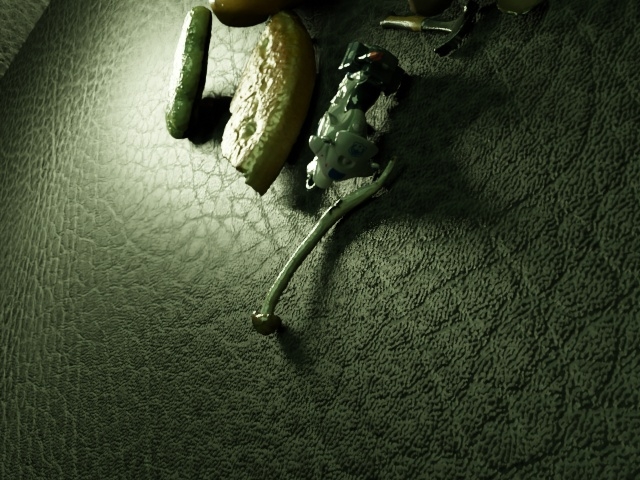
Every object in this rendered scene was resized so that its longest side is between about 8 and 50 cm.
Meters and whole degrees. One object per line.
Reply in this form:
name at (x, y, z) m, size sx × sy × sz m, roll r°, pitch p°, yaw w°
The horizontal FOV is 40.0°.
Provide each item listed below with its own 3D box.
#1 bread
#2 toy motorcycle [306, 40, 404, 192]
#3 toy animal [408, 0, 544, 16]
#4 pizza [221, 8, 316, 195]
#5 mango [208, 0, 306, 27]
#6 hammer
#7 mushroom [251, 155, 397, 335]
bread at (-0.260, -0.304, 1.693) m, size 0.286 × 0.056 × 0.207 m, roll 119°, pitch 155°, yaw -53°
toy motorcycle at (0.045, -0.167, 1.191) m, size 0.221 × 0.102 × 0.150 m, roll -67°, pitch 19°, yaw -8°
toy animal at (0.204, -0.338, 1.095) m, size 0.214 × 0.094 × 0.186 m, roll -27°, pitch 34°, yaw 26°
pizza at (-0.085, -0.228, 1.446) m, size 0.182 × 0.074 × 0.365 m, roll -27°, pitch 46°, yaw 40°
mango at (-0.086, -0.514, 1.534) m, size 0.378 × 0.221 × 0.264 m, roll -35°, pitch 39°, yaw 57°
hammer at (0.141, -0.297, 1.221) m, size 0.078 × 0.021 × 0.201 m, roll -62°, pitch 31°, yaw 0°
mushroom at (0.002, 0.001, 1.183) m, size 0.306 × 0.043 × 0.068 m, roll -53°, pitch 50°, yaw 12°
